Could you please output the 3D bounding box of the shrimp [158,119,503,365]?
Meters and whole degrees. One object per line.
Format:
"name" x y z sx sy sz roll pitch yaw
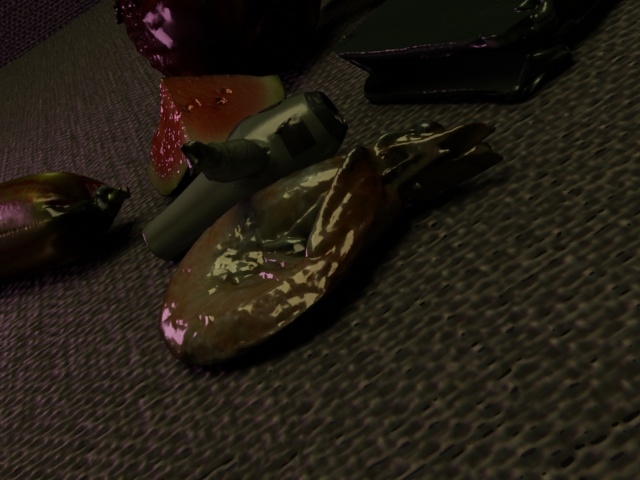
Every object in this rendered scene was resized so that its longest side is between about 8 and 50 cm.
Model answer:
"shrimp" 0.000 0.000 0.677 0.317 0.077 0.168 -29 37 17

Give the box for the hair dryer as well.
"hair dryer" -0.111 -0.041 0.779 0.229 0.092 0.267 -37 -5 32

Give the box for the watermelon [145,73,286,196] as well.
"watermelon" -0.129 -0.103 0.961 0.193 0.137 0.145 -51 -14 -48

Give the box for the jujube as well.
"jujube" -0.151 -0.334 1.211 0.258 0.258 0.377 -39 34 -12

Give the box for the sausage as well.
"sausage" -0.346 -0.022 1.018 0.317 0.125 0.117 -14 74 35

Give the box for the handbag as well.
"handbag" 0.172 -0.239 0.866 0.247 0.079 0.260 -46 30 -22
